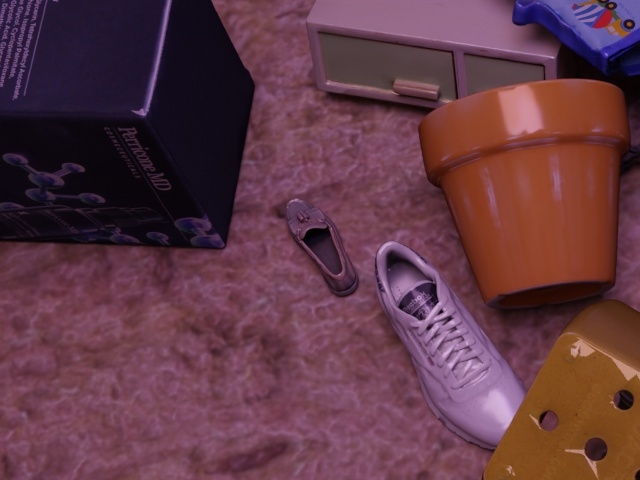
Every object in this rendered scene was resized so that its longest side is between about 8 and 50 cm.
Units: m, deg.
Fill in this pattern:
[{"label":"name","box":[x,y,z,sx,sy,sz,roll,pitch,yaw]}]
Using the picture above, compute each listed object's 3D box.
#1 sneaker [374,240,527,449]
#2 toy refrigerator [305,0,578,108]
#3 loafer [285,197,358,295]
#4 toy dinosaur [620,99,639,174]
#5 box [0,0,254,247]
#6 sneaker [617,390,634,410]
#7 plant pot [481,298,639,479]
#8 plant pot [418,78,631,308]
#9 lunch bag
[{"label":"sneaker","box":[0.122,0.103,1.744,0.090,0.095,0.235,-34,63,-7]},{"label":"toy refrigerator","box":[0.127,-0.199,1.878,0.270,0.102,0.094,11,51,18]},{"label":"loafer","box":[0.000,0.000,1.855,0.045,0.039,0.125,-32,61,-2]},{"label":"toy dinosaur","box":[0.366,-0.097,1.794,0.118,0.064,0.268,21,82,18]},{"label":"box","box":[-0.302,-0.150,1.860,0.396,0.293,0.212,1,65,15]},{"label":"sneaker","box":[0.409,0.147,1.652,0.300,0.121,0.111,0,34,-5]},{"label":"plant pot","box":[0.250,0.175,1.476,0.212,0.187,0.212,31,94,26]},{"label":"plant pot","box":[0.210,-0.037,1.747,0.205,0.205,0.187,-10,77,9]},{"label":"lunch bag","box":[0.306,-0.272,1.809,0.293,0.138,0.221,-24,58,-25]}]
